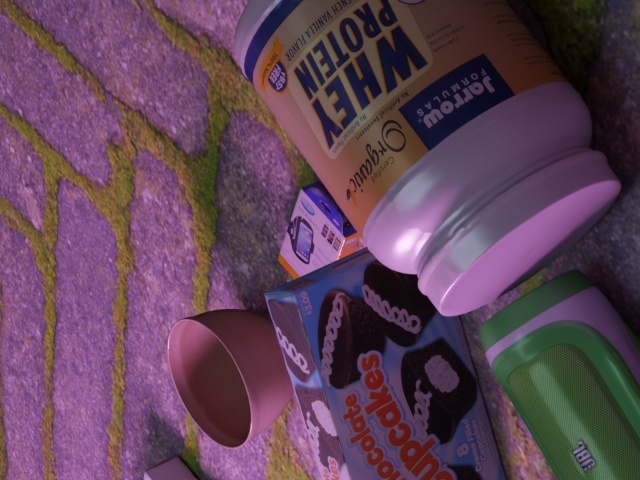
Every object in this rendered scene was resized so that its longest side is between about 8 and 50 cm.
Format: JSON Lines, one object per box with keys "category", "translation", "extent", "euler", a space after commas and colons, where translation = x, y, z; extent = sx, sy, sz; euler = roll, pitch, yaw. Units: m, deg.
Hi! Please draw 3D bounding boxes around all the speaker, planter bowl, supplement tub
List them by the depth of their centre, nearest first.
{"category": "supplement tub", "translation": [0.095, -0.114, 1.694], "extent": [0.316, 0.228, 0.228], "euler": [54, 146, 17]}
{"category": "speaker", "translation": [0.265, 0.179, 1.736], "extent": [0.296, 0.131, 0.131], "euler": [59, 147, 10]}
{"category": "planter bowl", "translation": [-0.087, 0.147, 2.230], "extent": [0.162, 0.109, 0.162], "euler": [32, 134, 41]}

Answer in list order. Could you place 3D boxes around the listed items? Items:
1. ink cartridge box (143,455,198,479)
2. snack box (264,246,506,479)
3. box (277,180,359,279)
{"category": "ink cartridge box", "translation": [-0.115, 0.468, 2.517], "extent": [0.371, 0.069, 0.175], "euler": [47, 142, 31]}
{"category": "snack box", "translation": [0.074, 0.169, 1.942], "extent": [0.060, 0.187, 0.322], "euler": [0, 110, 55]}
{"category": "box", "translation": [0.000, 0.000, 2.089], "extent": [0.081, 0.028, 0.136], "euler": [49, 141, 25]}
